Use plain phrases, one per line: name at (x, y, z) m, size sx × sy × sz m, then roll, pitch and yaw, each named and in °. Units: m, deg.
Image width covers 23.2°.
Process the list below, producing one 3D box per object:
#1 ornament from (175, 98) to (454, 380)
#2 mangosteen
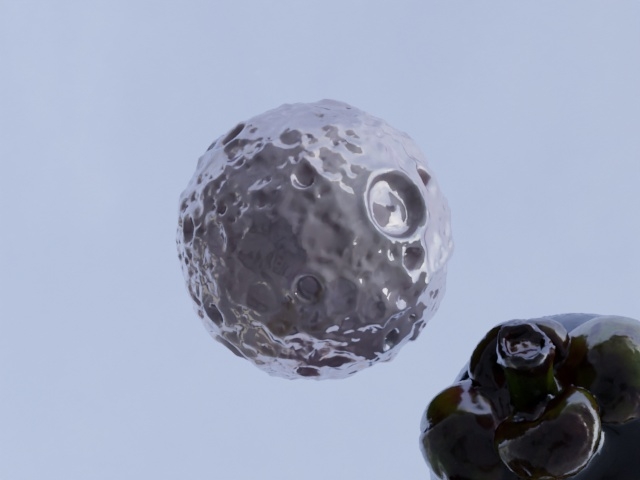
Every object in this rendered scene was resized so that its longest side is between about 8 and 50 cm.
ornament at (0.000, 0.000, 1.412) m, size 0.225 × 0.259 × 0.259 m, roll -27°, pitch -90°, yaw 50°
mangosteen at (0.220, 0.169, 1.360) m, size 0.287 × 0.233 × 0.287 m, roll 11°, pitch -57°, yaw 18°
